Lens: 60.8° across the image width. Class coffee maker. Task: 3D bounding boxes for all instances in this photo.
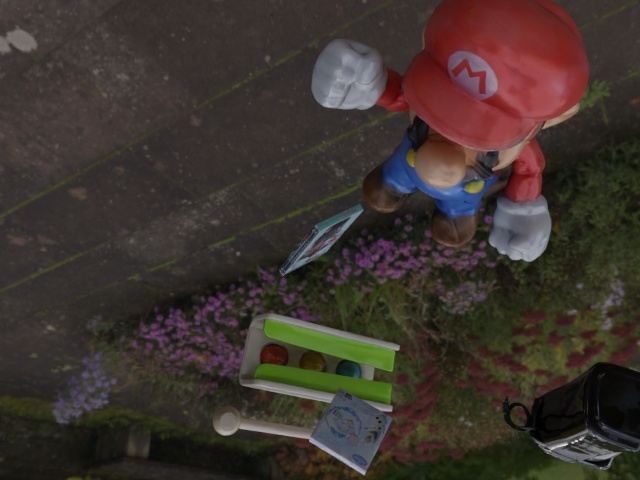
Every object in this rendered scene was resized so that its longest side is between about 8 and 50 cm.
[{"bbox_3d":[0.372,0.251,0.766,0.171,0.120,0.178,-4,151,-2],"label":"coffee maker"}]

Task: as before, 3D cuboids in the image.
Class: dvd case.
[{"bbox_3d":[0.000,0.000,0.737,0.087,0.013,0.119,-27,166,-40],"label":"dvd case"}]

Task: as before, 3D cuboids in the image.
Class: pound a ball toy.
[{"bbox_3d":[-0.031,0.261,0.989,0.318,0.208,0.135,16,161,-20],"label":"pound a ball toy"}]

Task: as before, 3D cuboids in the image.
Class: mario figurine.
[{"bbox_3d":[0.098,-0.066,0.460,0.197,0.170,0.320,-7,164,-1],"label":"mario figurine"}]

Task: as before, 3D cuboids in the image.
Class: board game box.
[{"bbox_3d":[0.044,0.272,0.784,0.090,0.090,0.020,27,140,15],"label":"board game box"}]
